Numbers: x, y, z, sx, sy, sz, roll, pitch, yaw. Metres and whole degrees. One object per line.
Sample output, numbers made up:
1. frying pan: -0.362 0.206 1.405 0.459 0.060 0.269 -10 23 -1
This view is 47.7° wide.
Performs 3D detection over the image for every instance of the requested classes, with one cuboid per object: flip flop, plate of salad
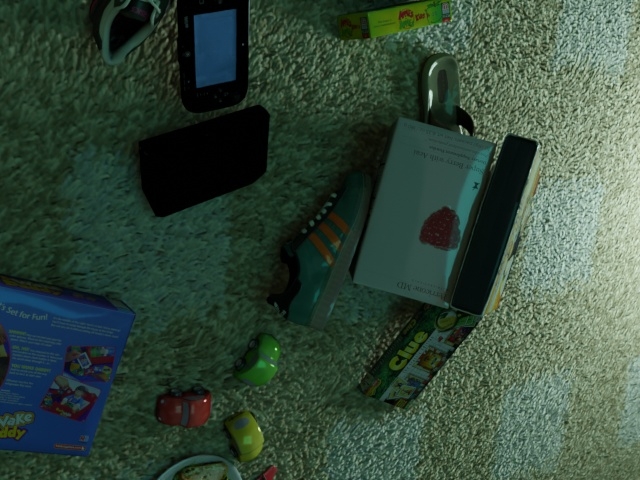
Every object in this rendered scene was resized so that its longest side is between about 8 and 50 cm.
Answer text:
1. flip flop: 0.254 -0.221 1.396 0.112 0.080 0.276 -18 111 -29
2. plate of salad: -0.221 0.476 1.277 0.200 0.048 0.199 -9 107 -32

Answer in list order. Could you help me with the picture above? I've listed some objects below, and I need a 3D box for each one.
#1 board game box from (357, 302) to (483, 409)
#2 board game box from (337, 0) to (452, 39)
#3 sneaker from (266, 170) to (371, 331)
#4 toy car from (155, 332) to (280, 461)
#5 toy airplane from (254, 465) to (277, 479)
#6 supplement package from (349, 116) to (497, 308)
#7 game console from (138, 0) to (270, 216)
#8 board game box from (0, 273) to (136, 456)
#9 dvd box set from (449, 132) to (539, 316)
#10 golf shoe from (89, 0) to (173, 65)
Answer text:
1. board game box: 0.200 0.223 1.452 0.136 0.030 0.259 27 106 -31
2. board game box: 0.130 -0.388 1.266 0.181 0.092 0.043 -20 111 -28
3. sneaker: 0.000 0.000 1.267 0.121 0.108 0.302 21 71 -3
4. toy car: -0.140 0.267 1.275 0.239 0.053 0.225 40 79 -34
5. toy airplane: -0.091 0.495 1.380 0.151 0.028 0.151 -9 106 -33
6. supplement package: 0.175 -0.050 1.291 0.178 0.175 0.292 15 94 -1
7. game console: -0.168 -0.206 1.059 0.213 0.044 0.361 -25 140 -31
8. board game box: -0.466 0.167 1.019 0.347 0.078 0.233 19 91 -35
9. dvd box set: 0.342 -0.014 1.373 0.420 0.062 0.307 14 94 -73
10. golf shoe: -0.216 -0.347 0.955 0.105 0.120 0.273 20 131 -30
